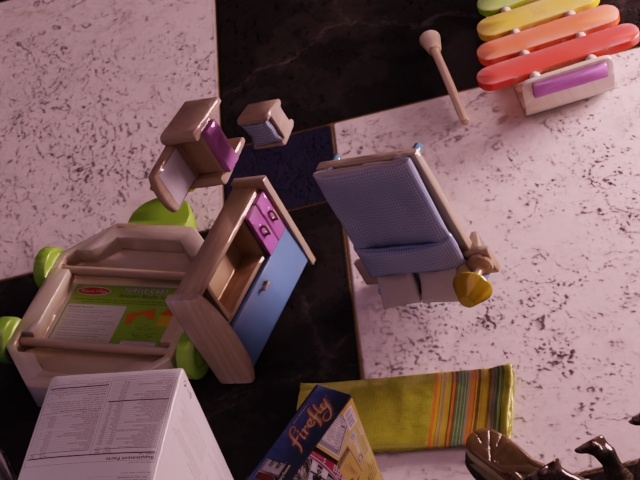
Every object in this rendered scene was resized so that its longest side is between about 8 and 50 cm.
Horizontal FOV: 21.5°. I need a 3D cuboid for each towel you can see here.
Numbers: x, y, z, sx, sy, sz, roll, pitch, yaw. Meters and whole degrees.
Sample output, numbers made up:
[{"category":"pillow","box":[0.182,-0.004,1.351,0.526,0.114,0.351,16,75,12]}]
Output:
[{"category":"towel","box":[0.087,0.181,1.783,0.237,0.021,0.102,-6,42,15]}]

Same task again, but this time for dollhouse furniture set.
[{"category":"dollhouse furniture set","box":[0.000,0.000,1.811,0.303,0.286,0.198,-5,42,32]}]

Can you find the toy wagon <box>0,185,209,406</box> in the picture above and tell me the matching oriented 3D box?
[{"category":"toy wagon","box":[-0.222,0.058,1.999,0.267,0.068,0.344,3,45,23]}]

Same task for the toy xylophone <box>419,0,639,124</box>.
[{"category":"toy xylophone","box":[0.256,-0.260,2.148,0.236,0.081,0.322,-22,41,-3]}]

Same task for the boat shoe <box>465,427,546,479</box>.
[{"category":"boat shoe","box":[0.203,0.245,1.650,0.056,0.049,0.152,-32,60,-29]}]

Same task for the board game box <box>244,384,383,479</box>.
[{"category":"board game box","box":[0.000,0.273,1.548,0.042,0.243,0.165,15,51,33]}]

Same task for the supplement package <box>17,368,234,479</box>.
[{"category":"supplement package","box":[-0.193,0.268,1.665,0.149,0.194,0.203,-6,43,16]}]

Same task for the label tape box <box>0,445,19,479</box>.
[{"category":"label tape box","box":[-0.392,0.223,1.746,0.115,0.249,0.347,-26,42,-7]}]

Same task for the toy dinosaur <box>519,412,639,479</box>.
[{"category":"toy dinosaur","box":[0.286,0.258,1.567,0.314,0.121,0.160,-24,78,-22]}]
